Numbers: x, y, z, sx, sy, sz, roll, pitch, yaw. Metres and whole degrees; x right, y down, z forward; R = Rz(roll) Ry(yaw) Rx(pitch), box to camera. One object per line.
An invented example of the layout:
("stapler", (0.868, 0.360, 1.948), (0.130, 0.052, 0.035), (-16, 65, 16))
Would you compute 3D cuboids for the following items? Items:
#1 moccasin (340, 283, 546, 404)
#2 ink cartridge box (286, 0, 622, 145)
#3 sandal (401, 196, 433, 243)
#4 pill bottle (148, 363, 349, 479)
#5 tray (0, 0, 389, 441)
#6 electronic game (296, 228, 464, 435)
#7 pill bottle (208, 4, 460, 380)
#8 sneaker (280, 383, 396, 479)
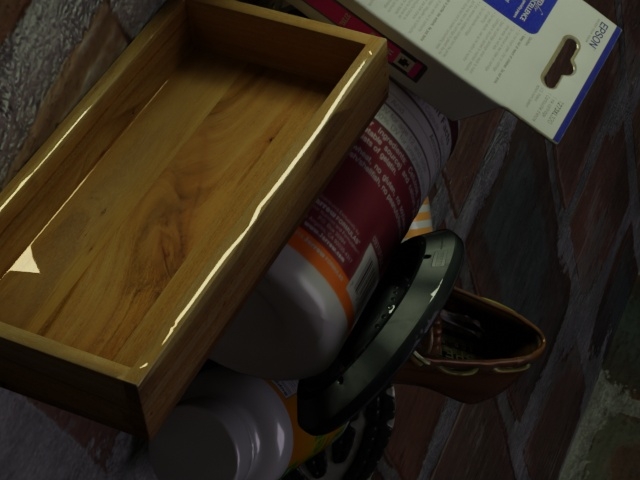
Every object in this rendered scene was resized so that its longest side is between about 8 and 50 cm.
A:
("moccasin", (0.084, 0.083, 1.752), (0.380, 0.147, 0.139), (24, 49, -33))
("ink cartridge box", (0.086, -0.236, 1.511), (0.175, 0.371, 0.069), (-57, -178, -37))
("sandal", (0.105, 0.007, 2.076), (0.102, 0.076, 0.265), (-22, 118, -61))
("pill bottle", (-0.073, 0.186, 1.715), (0.246, 0.136, 0.136), (-23, 127, -63))
("tray", (-0.123, -0.038, 1.334), (0.411, 0.203, 0.076), (-56, 154, -36))
("electronic game", (0.054, 0.083, 1.530), (0.229, 0.048, 0.229), (-50, -169, 13))
("pill bottle", (-0.004, -0.083, 1.568), (0.392, 0.224, 0.224), (-60, 155, -32))
("sneaker", (0.005, 0.238, 2.014), (0.182, 0.158, 0.410), (-93, -174, -61))
